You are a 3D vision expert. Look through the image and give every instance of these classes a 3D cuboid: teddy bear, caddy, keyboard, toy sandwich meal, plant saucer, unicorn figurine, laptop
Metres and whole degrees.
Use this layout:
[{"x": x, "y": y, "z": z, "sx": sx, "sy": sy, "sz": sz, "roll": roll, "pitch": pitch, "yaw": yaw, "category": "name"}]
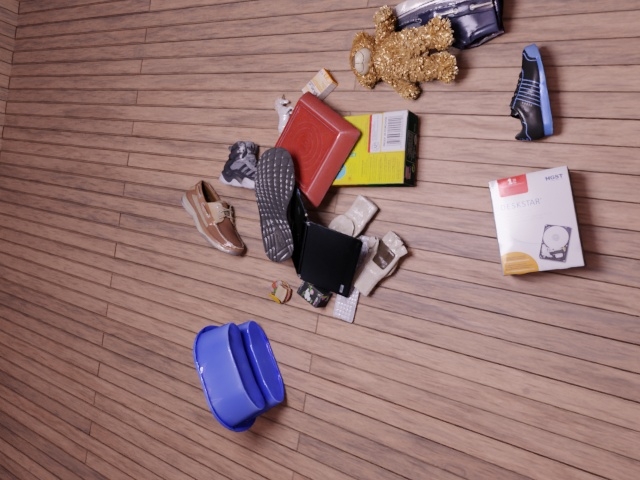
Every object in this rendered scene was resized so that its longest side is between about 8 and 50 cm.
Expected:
[{"x": 0.210, "y": -0.494, "z": 1.368, "sx": 0.337, "sy": 0.245, "sz": 0.113, "roll": 23, "pitch": 56, "yaw": 26, "category": "teddy bear"}, {"x": -0.265, "y": 0.410, "z": 1.574, "sx": 0.179, "sy": 0.241, "sz": 0.342, "roll": -30, "pitch": 72, "yaw": 22, "category": "caddy"}, {"x": 0.092, "y": 0.109, "z": 1.503, "sx": 0.072, "sy": 0.014, "sz": 0.256, "roll": 15, "pitch": 95, "yaw": 31, "category": "keyboard"}, {"x": -0.132, "y": 0.164, "z": 1.627, "sx": 0.085, "sy": 0.029, "sz": 0.086, "roll": -2, "pitch": 86, "yaw": 31, "category": "toy sandwich meal"}, {"x": -0.038, "y": -0.275, "z": 1.498, "sx": 0.259, "sy": 0.047, "sz": 0.259, "roll": 46, "pitch": 116, "yaw": 32, "category": "plant saucer"}, {"x": -0.107, "y": -0.393, "z": 1.623, "sx": 0.111, "sy": 0.060, "sz": 0.162, "roll": 14, "pitch": 95, "yaw": 30, "category": "unicorn figurine"}, {"x": 0.000, "y": 0.000, "z": 1.486, "sx": 0.265, "sy": 0.136, "sz": 0.235, "roll": -110, "pitch": 23, "yaw": -43, "category": "laptop"}]

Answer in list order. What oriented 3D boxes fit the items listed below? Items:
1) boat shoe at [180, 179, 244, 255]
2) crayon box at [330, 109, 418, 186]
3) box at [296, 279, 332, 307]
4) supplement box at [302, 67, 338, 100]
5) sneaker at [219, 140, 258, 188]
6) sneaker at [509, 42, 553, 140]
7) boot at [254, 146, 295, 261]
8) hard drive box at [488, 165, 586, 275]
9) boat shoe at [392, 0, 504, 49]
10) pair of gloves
[{"x": -0.357, "y": -0.083, "z": 1.727, "sx": 0.324, "sy": 0.123, "sz": 0.116, "roll": 48, "pitch": 108, "yaw": 22, "category": "boat shoe"}, {"x": 0.117, "y": -0.257, "z": 1.464, "sx": 0.318, "sy": 0.081, "sz": 0.203, "roll": 4, "pitch": 90, "yaw": 33, "category": "crayon box"}, {"x": -0.018, "y": 0.160, "z": 1.538, "sx": 0.083, "sy": 0.062, "sz": 0.052, "roll": 37, "pitch": 106, "yaw": 28, "category": "box"}, {"x": -0.003, "y": -0.476, "z": 1.578, "sx": 0.098, "sy": 0.036, "sz": 0.062, "roll": -40, "pitch": 68, "yaw": 23, "category": "supplement box"}, {"x": -0.219, "y": -0.245, "z": 1.657, "sx": 0.268, "sy": 0.101, "sz": 0.153, "roll": 12, "pitch": 96, "yaw": 34, "category": "sneaker"}, {"x": 0.504, "y": -0.359, "z": 1.239, "sx": 0.090, "sy": 0.081, "sz": 0.233, "roll": -9, "pitch": 84, "yaw": 23, "category": "sneaker"}, {"x": -0.147, "y": -0.101, "z": 1.534, "sx": 0.118, "sy": 0.222, "sz": 0.339, "roll": 2, "pitch": 92, "yaw": -9, "category": "boot"}, {"x": 0.515, "y": -0.041, "z": 1.212, "sx": 0.180, "sy": 0.089, "sz": 0.233, "roll": -11, "pitch": 81, "yaw": 30, "category": "hard drive box"}, {"x": 0.318, "y": -0.569, "z": 1.343, "sx": 0.340, "sy": 0.127, "sz": 0.158, "roll": -9, "pitch": 97, "yaw": 38, "category": "boat shoe"}, {"x": 0.118, "y": 0.011, "z": 1.460, "sx": 0.204, "sy": 0.042, "sz": 0.240, "roll": -46, "pitch": 66, "yaw": 21, "category": "pair of gloves"}]
